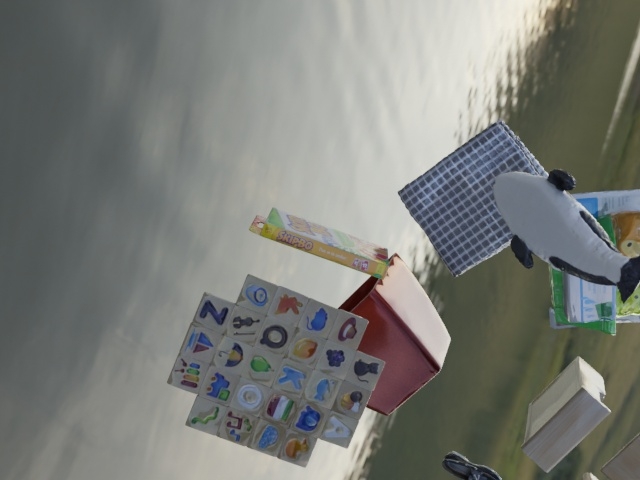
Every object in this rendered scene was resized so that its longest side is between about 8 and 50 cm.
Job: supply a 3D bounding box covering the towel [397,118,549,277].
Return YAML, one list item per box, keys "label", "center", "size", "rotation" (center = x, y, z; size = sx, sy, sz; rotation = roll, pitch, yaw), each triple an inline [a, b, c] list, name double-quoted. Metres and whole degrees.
- label: "towel"
  center: [0.337, -0.091, 1.761]
  size: [0.283, 0.235, 0.121]
  rotation: [-37, 170, 16]

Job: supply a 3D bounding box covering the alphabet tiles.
- label: "alphabet tiles"
  center: [-0.074, 0.228, 1.445]
  size: [0.011, 0.342, 0.285]
  rotation: [-141, -106, -80]

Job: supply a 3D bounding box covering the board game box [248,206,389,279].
- label: "board game box"
  center: [0.000, 0.000, 1.536]
  size: [0.124, 0.259, 0.039]
  rotation: [-78, -175, -75]

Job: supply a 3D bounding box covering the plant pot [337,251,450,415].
- label: "plant pot"
  center: [0.144, 0.230, 1.894]
  size: [0.267, 0.235, 0.267]
  rotation: [-47, -179, 24]

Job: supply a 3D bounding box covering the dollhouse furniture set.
- label: "dollhouse furniture set"
  center: [0.610, 0.445, 1.642]
  size: [0.362, 0.394, 0.256]
  rotation: [-50, 172, 17]

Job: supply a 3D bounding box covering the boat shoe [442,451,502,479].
- label: "boat shoe"
  center: [0.306, 0.471, 1.686]
  size: [0.038, 0.125, 0.046]
  rotation: [-27, 139, -54]

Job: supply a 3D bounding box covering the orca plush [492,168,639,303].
- label: "orca plush"
  center: [0.370, -0.020, 1.174]
  size: [0.102, 0.287, 0.151]
  rotation: [-1, 106, -33]

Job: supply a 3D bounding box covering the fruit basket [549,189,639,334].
- label: "fruit basket"
  center: [0.581, 0.044, 1.475]
  size: [0.165, 0.353, 0.327]
  rotation: [-72, 155, -46]
